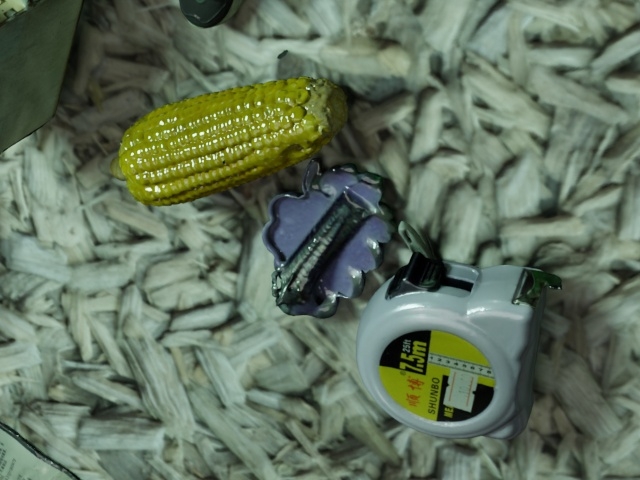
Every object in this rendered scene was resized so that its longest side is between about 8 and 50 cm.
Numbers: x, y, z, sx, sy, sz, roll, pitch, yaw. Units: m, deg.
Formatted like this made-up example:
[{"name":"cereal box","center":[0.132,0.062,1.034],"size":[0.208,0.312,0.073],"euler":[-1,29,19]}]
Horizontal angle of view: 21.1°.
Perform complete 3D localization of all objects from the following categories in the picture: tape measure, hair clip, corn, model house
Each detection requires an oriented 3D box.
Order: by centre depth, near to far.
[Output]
[{"name":"model house","center":[-0.353,-0.211,1.602],"size":[0.206,0.178,0.271],"euler":[44,148,11]},{"name":"corn","center":[-0.091,-0.093,1.615],"size":[0.262,0.097,0.097],"euler":[-13,115,31]},{"name":"tape measure","center":[0.125,0.094,1.630],"size":[0.178,0.105,0.196],"euler":[15,129,9]},{"name":"hair clip","center":[0.000,0.001,1.662],"size":[0.124,0.052,0.195],"euler":[31,126,-2]}]

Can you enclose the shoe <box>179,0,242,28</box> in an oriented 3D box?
[{"name":"shoe","center":[-0.106,-0.248,1.508],"size":[0.071,0.099,0.169],"euler":[22,130,9]}]

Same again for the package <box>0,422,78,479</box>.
[{"name":"package","center":[-0.337,0.324,2.075],"size":[0.232,0.040,0.166],"euler":[37,129,10]}]
